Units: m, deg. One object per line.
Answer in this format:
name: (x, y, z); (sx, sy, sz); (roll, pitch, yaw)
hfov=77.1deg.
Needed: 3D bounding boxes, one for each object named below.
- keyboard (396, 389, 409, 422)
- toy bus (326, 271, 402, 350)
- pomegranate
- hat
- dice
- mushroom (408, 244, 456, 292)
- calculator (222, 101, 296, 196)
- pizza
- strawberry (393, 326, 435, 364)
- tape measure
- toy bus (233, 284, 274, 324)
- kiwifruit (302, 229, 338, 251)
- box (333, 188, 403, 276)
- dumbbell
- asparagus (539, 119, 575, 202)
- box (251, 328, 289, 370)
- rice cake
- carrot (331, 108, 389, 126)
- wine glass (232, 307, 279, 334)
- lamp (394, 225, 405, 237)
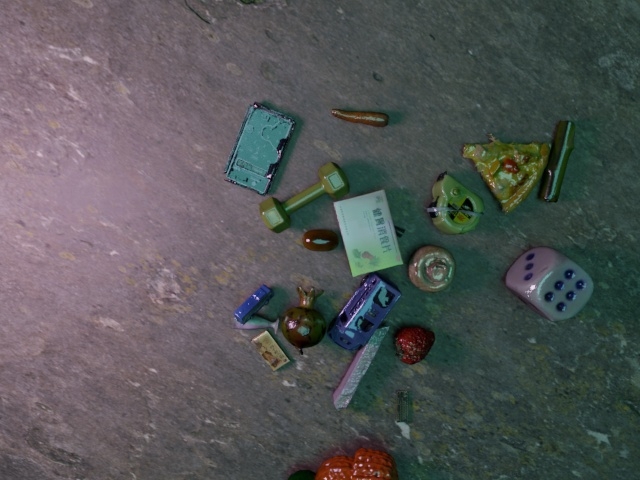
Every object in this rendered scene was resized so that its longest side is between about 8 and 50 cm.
keyboard: (0.310, 0.627, 1.515); (0.049, 0.015, 0.129); (-1, 100, -3)
toy bus: (0.148, 0.257, 1.381); (0.126, 0.133, 0.292); (34, 96, -9)
pomegranate: (-0.050, 0.264, 1.365); (0.156, 0.156, 0.220); (13, 96, -6)
hat: (0.083, 0.888, 1.474); (0.401, 0.285, 0.285); (6, 101, 23)
dice: (0.775, 0.147, 1.371); (0.194, 0.192, 0.193); (41, 96, -11)
mushroom: (0.380, 0.098, 1.372); (0.167, 0.127, 0.166); (0, 96, 3)
calculator: (-0.202, -0.298, 1.317); (0.166, 0.028, 0.273); (22, 98, -7)
pizza: (0.605, -0.246, 1.352); (0.288, 0.075, 0.279); (21, 97, -7)
strawberry: (0.334, 0.371, 1.420); (0.148, 0.131, 0.131); (-3, 100, 5)
tape measure: (0.453, -0.106, 1.353); (0.200, 0.106, 0.175); (31, 83, -10)
toy bus: (-0.224, 0.215, 1.357); (0.051, 0.061, 0.153); (37, 65, 19)
kiwifruit: (0.000, 0.000, 1.360); (0.125, 0.075, 0.075); (4, 100, 0)
box: (0.158, -0.024, 1.347); (0.175, 0.062, 0.260); (-15, 90, 1)
dumbbell: (-0.052, -0.139, 1.312); (0.302, 0.108, 0.121); (-29, 98, 2)
asparagus: (0.810, -0.266, 1.370); (0.067, 0.060, 0.277); (14, 99, 14)
box: (-0.178, 0.397, 1.443); (0.073, 0.020, 0.149); (-35, 100, 2)
rice cake: (0.140, 0.449, 1.445); (0.056, 0.072, 0.364); (26, 98, -6)
carrot: (0.129, -0.405, 1.314); (0.191, 0.047, 0.047); (8, 99, -1)
wine glass: (-0.224, 0.283, 1.394); (0.155, 0.073, 0.073); (11, 99, -5)
lamp: (0.239, 0.002, 1.395); (0.054, 0.041, 0.121); (31, 94, 0)
